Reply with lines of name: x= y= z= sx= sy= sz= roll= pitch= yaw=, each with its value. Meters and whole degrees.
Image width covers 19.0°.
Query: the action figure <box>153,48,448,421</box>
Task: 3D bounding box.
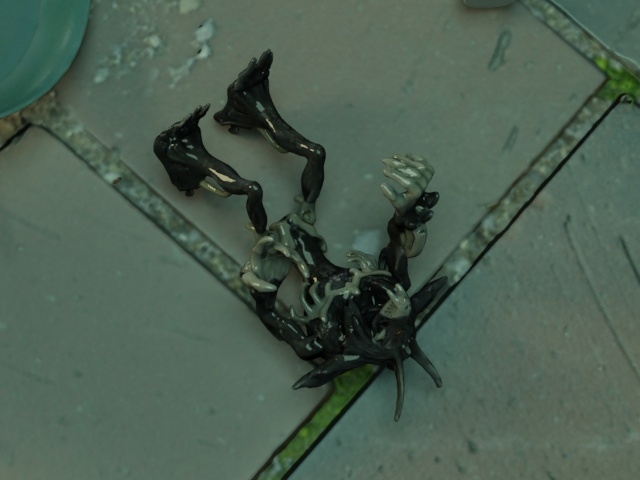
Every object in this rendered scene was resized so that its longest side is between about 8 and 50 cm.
action figure: x=0.000 y=0.000 z=1.411 sx=0.164 sy=0.141 sz=0.276 roll=-36 pitch=81 yaw=-24

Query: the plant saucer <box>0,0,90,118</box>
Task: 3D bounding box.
plant saucer: x=-0.317 y=-0.224 z=1.412 sx=0.317 sy=0.043 sz=0.318 roll=19 pitch=58 yaw=-33

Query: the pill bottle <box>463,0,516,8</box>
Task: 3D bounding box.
pill bottle: x=0.129 y=-0.249 z=1.516 sx=0.067 sy=0.067 sz=0.120 roll=-6 pitch=77 yaw=-7
